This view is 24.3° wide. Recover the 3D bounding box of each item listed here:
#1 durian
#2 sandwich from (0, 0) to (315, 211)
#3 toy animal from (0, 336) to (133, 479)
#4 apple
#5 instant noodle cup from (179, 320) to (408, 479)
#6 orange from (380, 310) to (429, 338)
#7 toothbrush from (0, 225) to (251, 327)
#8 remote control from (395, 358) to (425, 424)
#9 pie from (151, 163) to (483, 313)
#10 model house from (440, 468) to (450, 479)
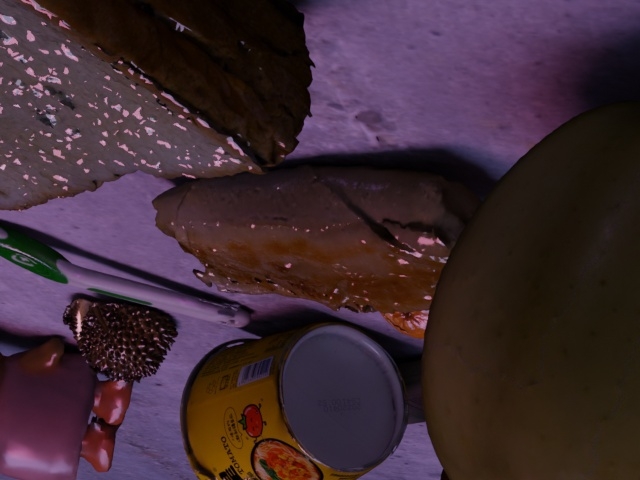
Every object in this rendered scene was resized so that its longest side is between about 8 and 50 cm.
[{"bbox_3d":[-0.197,0.106,1.466,0.110,0.071,0.140,7,165,15],"label":"durian"},{"bbox_3d":[-0.175,-0.113,0.793,0.273,0.095,0.249,-7,150,45],"label":"sandwich"},{"bbox_3d":[-0.356,0.182,1.633,0.281,0.169,0.195,18,118,-4],"label":"toy animal"},{"bbox_3d":[0.186,0.057,0.786,0.279,0.279,0.279,10,161,4],"label":"apple"},{"bbox_3d":[-0.017,0.159,1.367,0.182,0.182,0.144,22,150,-28],"label":"instant noodle cup"},{"bbox_3d":[0.078,0.035,1.088,0.083,0.070,0.083,14,137,13],"label":"orange"},{"bbox_3d":[-0.243,0.012,1.285,0.418,0.040,0.042,17,160,-28],"label":"toothbrush"},{"bbox_3d":[0.114,0.143,1.432,0.098,0.038,0.233,23,157,-30],"label":"remote control"},{"bbox_3d":[0.000,0.000,1.038,0.282,0.068,0.128,-2,140,39],"label":"pie"},{"bbox_3d":[0.185,0.303,1.444,0.339,0.297,0.360,5,167,18],"label":"model house"}]
